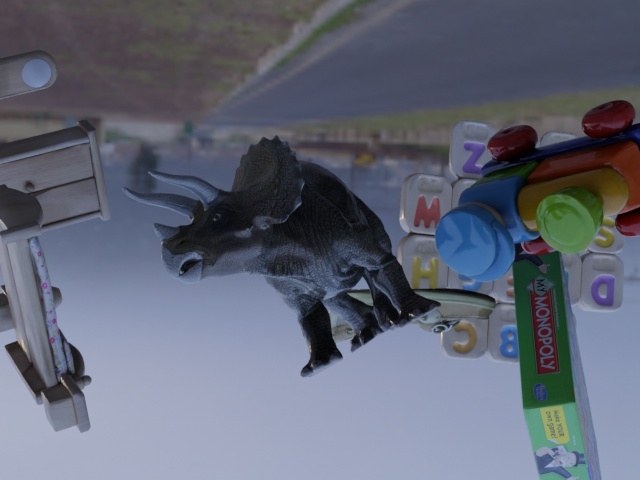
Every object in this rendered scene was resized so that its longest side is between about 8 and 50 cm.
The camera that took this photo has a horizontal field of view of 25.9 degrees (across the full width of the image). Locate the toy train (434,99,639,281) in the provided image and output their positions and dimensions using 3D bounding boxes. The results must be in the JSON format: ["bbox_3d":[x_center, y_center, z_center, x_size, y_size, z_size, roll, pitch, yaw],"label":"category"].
[{"bbox_3d":[0.213,-0.037,1.040,0.248,0.105,0.143,-12,-165,38],"label":"toy train"}]

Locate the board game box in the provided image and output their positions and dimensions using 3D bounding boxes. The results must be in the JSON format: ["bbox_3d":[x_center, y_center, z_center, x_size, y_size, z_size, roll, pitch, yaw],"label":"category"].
[{"bbox_3d":[0.224,0.172,1.277,0.046,0.317,0.213,-9,-138,11],"label":"board game box"}]

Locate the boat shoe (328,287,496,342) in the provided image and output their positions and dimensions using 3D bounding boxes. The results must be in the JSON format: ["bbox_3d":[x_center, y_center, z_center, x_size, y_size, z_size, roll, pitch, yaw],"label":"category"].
[{"bbox_3d":[0.078,0.066,1.213,0.153,0.048,0.056,-1,179,19],"label":"boat shoe"}]

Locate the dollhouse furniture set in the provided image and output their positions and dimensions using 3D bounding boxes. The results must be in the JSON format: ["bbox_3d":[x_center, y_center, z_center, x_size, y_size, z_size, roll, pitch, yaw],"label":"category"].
[{"bbox_3d":[-0.272,-0.022,1.478,0.173,0.303,0.355,-17,-152,-21],"label":"dollhouse furniture set"}]

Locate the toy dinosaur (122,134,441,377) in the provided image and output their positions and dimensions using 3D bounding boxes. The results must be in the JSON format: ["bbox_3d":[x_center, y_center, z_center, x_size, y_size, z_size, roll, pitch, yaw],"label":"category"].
[{"bbox_3d":[0.000,0.000,0.961,0.121,0.160,0.313,-29,177,15],"label":"toy dinosaur"}]

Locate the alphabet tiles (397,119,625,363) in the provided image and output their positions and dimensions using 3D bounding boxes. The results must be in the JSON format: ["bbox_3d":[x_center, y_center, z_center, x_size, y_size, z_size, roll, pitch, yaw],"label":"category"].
[{"bbox_3d":[0.226,0.004,1.619,0.284,0.278,0.021,6,175,-17],"label":"alphabet tiles"}]
